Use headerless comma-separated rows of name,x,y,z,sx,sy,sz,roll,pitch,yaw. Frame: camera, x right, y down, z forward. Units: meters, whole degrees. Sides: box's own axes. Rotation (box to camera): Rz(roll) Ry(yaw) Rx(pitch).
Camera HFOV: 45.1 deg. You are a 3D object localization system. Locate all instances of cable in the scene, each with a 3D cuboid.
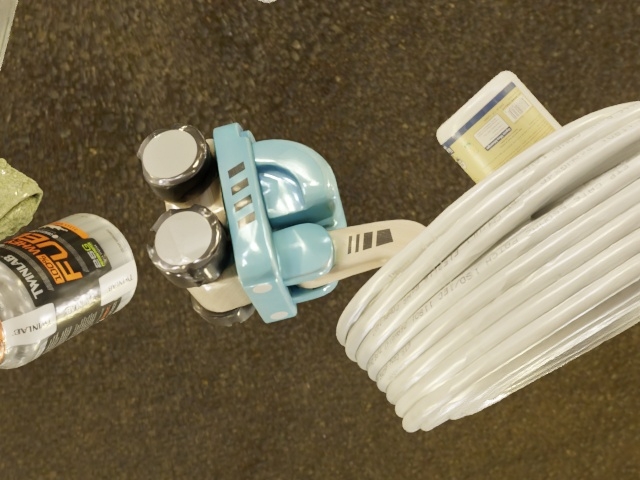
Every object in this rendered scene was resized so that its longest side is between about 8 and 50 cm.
cable,0.138,0.019,0.440,0.257,0.089,0.257,-38,160,23

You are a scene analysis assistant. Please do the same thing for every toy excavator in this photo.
toy excavator,0.000,0.000,1.105,0.445,0.433,0.222,-16,152,3

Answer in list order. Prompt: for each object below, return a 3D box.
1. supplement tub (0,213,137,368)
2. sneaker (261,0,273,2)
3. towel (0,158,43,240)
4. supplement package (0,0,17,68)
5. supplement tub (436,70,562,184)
supplement tub,-0.473,0.086,1.279,0.193,0.316,0.194,10,113,25
sneaker,-0.019,-0.270,0.400,0.153,0.101,0.269,26,124,-12
towel,-0.220,-0.006,0.361,0.148,0.110,0.027,-46,166,-31
supplement package,-0.315,-0.164,0.437,0.262,0.199,0.198,13,132,-26
supplement tub,0.445,-0.202,1.764,0.228,0.228,0.316,-42,90,7
